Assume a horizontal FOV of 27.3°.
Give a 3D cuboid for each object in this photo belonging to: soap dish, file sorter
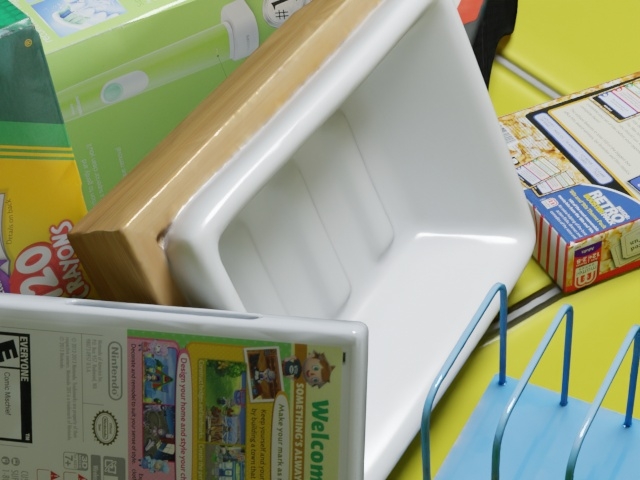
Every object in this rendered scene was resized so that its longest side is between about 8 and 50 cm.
[{"bbox_3d":[0.000,0.000,0.763,0.118,0.229,0.291,0,37,38],"label":"soap dish"},{"bbox_3d":[0.150,0.109,0.702,0.170,0.104,0.118,17,47,23],"label":"file sorter"}]

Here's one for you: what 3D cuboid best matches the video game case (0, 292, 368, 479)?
[{"bbox_3d":[-0.076,0.135,0.633,0.193,0.212,0.023,4,13,11],"label":"video game case"}]

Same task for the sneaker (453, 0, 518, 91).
[{"bbox_3d":[0.071,-0.176,1.041,0.145,0.090,0.270,0,36,19],"label":"sneaker"}]

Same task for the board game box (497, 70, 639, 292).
[{"bbox_3d":[0.217,-0.052,0.920,0.193,0.045,0.147,-19,43,-14],"label":"board game box"}]

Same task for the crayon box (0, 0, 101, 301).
[{"bbox_3d":[-0.209,0.019,0.712,0.165,0.278,0.081,-27,41,-22],"label":"crayon box"}]

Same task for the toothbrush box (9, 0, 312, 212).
[{"bbox_3d":[-0.136,-0.082,0.873,0.283,0.206,0.122,-27,46,-22],"label":"toothbrush box"}]
